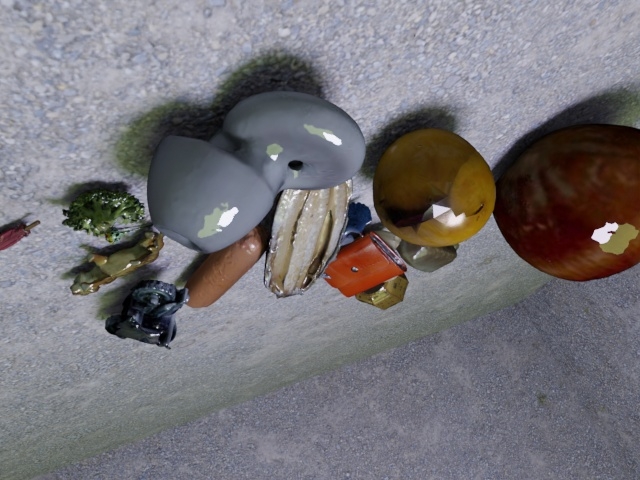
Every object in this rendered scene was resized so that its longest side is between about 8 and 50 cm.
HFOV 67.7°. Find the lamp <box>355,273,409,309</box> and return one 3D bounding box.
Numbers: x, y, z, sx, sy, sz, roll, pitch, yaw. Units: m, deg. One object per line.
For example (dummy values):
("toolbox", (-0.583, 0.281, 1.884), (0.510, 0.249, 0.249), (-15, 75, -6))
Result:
("lamp", (0.175, 0.123, 1.419), (0.161, 0.161, 0.185), (-30, 154, 13))

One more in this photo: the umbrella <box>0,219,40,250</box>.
("umbrella", (-0.497, 0.005, 0.735), (0.165, 0.025, 0.027), (-26, 175, 11))

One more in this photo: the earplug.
("earplug", (-0.094, -0.100, 0.697), (0.325, 0.175, 0.214), (-22, 158, -3))

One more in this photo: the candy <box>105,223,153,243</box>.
("candy", (-0.337, -0.015, 0.843), (0.083, 0.025, 0.023), (-17, 138, -30))

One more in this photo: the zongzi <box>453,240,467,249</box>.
("zongzi", (0.414, 0.026, 1.582), (0.154, 0.062, 0.130), (-44, 174, 7))

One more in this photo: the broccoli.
("broccoli", (-0.326, -0.038, 0.724), (0.095, 0.092, 0.097), (-43, 133, 11))

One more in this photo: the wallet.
("wallet", (0.099, 0.068, 1.212), (0.142, 0.045, 0.204), (44, 132, -18))

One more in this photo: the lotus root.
("lotus root", (-0.037, -0.019, 0.960), (0.167, 0.078, 0.329), (1, 129, -25))

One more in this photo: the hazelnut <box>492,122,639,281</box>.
("hazelnut", (0.635, -0.096, 1.165), (0.421, 0.353, 0.421), (5, 155, 2))

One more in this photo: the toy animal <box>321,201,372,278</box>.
("toy animal", (0.000, 0.000, 1.109), (0.255, 0.176, 0.239), (3, 166, 31))

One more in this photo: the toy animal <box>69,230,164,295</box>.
("toy animal", (-0.364, 0.036, 0.872), (0.241, 0.057, 0.099), (-28, -179, 0))

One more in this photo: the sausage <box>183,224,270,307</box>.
("sausage", (-0.207, 0.059, 1.028), (0.086, 0.086, 0.289), (3, 144, -44))

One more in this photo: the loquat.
("loquat", (0.213, -0.098, 0.918), (0.235, 0.235, 0.235), (-19, 155, -9))

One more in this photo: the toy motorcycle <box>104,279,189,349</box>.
("toy motorcycle", (-0.363, 0.163, 1.043), (0.159, 0.106, 0.270), (23, 139, -31))

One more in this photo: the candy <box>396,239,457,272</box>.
("candy", (0.309, 0.026, 1.399), (0.104, 0.102, 0.234), (-35, 154, 26))

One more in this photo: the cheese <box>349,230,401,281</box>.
("cheese", (0.102, 0.051, 1.283), (0.249, 0.071, 0.163), (-8, 133, 25))
